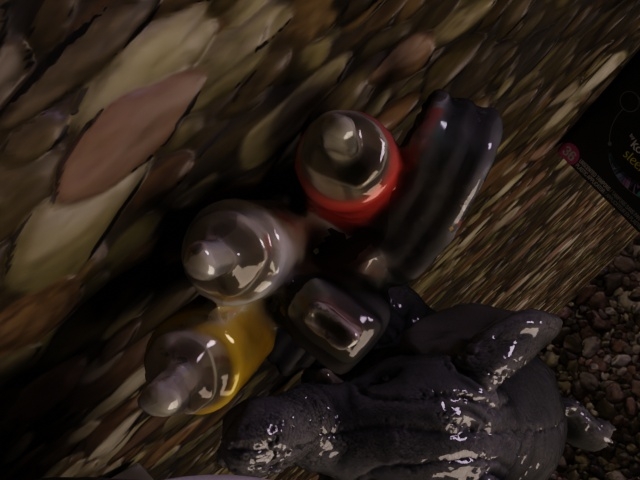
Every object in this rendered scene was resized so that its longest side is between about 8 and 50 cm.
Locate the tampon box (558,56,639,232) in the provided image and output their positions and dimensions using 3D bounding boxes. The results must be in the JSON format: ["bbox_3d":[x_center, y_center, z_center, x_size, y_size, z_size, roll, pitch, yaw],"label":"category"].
[{"bbox_3d":[0.264,-0.085,0.850,0.101,0.120,0.161,-31,163,-48],"label":"tampon box"}]

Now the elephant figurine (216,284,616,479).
[{"bbox_3d":[0.066,0.106,0.701,0.186,0.169,0.239,-39,177,-4],"label":"elephant figurine"}]

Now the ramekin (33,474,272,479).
[{"bbox_3d":[-0.081,0.204,0.436,0.127,0.273,0.273,7,-146,47],"label":"ramekin"}]

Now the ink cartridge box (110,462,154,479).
[{"bbox_3d":[-0.084,0.240,0.621,0.154,0.212,0.093,-49,170,20],"label":"ink cartridge box"}]

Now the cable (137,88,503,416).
[{"bbox_3d":[0.000,0.000,0.503,0.139,0.072,0.287,-53,180,1],"label":"cable"}]
